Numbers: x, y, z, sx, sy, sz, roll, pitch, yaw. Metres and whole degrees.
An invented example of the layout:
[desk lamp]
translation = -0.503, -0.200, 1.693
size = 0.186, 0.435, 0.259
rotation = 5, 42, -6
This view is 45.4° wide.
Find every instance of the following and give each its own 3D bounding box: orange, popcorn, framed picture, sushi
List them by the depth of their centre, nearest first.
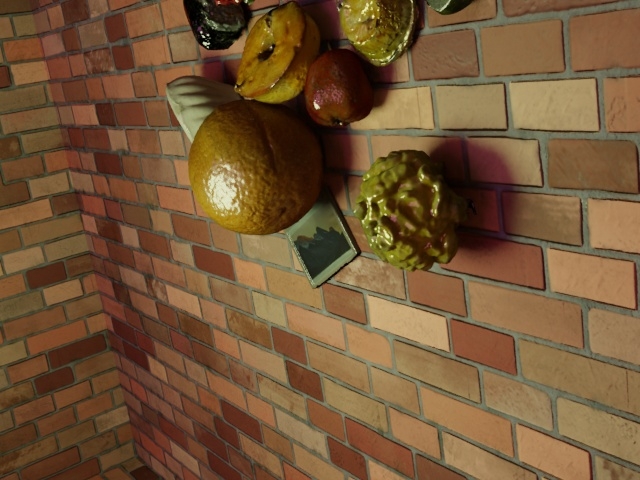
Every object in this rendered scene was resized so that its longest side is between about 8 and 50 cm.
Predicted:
[popcorn]
translation = 0.188, -0.063, 1.514
size = 0.225, 0.249, 0.249
rotation = -28, 81, 27
[orange]
translation = -0.161, -0.184, 1.849
size = 0.357, 0.322, 0.322
rotation = 55, 145, 43
[framed picture]
translation = -0.001, 0.000, 1.983
size = 0.192, 0.018, 0.265
rotation = 63, 146, 11
[sushi]
translation = -0.280, -0.611, 1.983
size = 0.126, 0.136, 0.225
rotation = -48, 59, 51

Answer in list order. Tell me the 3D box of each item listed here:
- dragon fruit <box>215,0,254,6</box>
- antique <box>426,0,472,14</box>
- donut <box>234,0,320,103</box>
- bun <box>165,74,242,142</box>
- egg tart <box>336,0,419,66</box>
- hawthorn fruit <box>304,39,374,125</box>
[dragon fruit]
translation = -0.237, -0.680, 1.817
size = 0.193, 0.192, 0.274
rotation = 10, 132, 62
[antique]
translation = 0.204, -0.512, 1.372
size = 0.081, 0.080, 0.221
rotation = -38, 75, 57
[donut]
translation = -0.099, -0.425, 1.754
size = 0.253, 0.118, 0.253
rotation = -36, 44, 44
[bun]
translation = -0.296, -0.355, 2.121
size = 0.263, 0.175, 0.263
rotation = 62, -176, -7
[egg tart]
translation = 0.106, -0.456, 1.539
size = 0.212, 0.090, 0.213
rotation = 25, 124, 44
[hawthorn fruit]
translation = 0.036, -0.351, 1.649
size = 0.162, 0.162, 0.204
rotation = -9, 86, 57
